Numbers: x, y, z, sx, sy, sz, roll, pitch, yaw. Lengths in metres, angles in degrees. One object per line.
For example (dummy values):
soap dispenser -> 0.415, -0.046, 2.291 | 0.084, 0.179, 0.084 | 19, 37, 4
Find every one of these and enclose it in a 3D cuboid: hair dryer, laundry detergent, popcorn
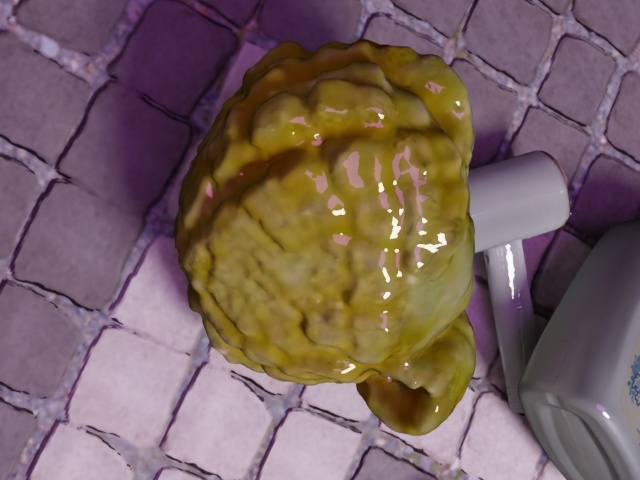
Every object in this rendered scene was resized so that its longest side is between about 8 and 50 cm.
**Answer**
hair dryer -> 0.154, 0.051, 0.743 | 0.131, 0.073, 0.236 | -17, 106, -15
laundry detergent -> 0.296, 0.081, 0.755 | 0.280, 0.105, 0.215 | -51, 127, -25
popcorn -> 0.000, 0.000, 0.615 | 0.225, 0.174, 0.286 | 3, 119, 15
